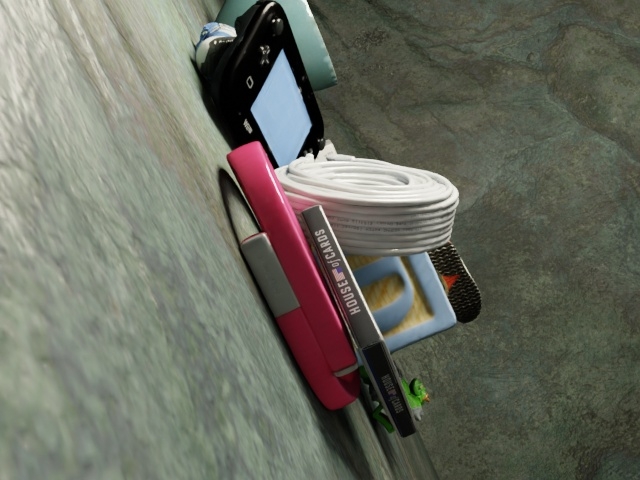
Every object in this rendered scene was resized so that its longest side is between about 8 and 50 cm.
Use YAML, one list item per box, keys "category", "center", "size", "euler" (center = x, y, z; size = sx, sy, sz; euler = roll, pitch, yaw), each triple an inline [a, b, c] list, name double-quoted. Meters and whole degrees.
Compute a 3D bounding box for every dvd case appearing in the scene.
- category: "dvd case"
  center: [0.045, 0.096, 0.731]
  size: [0.238, 0.030, 0.179]
  euler: [68, -2, -52]

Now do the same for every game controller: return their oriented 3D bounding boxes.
- category: "game controller"
  center: [-0.061, -0.172, 0.920]
  size: [0.319, 0.067, 0.166]
  euler: [63, 39, -62]

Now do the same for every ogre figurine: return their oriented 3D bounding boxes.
- category: "ogre figurine"
  center: [0.113, 0.247, 1.104]
  size: [0.118, 0.097, 0.197]
  euler: [55, -32, 6]

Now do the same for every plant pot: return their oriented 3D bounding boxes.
- category: "plant pot"
  center: [-0.111, -0.423, 1.398]
  size: [0.290, 0.196, 0.290]
  euler: [-25, 90, -87]

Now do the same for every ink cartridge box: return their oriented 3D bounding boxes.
- category: "ink cartridge box"
  center: [-0.022, -0.200, 1.743]
  size: [0.190, 0.140, 0.082]
  euler: [-99, 167, -76]

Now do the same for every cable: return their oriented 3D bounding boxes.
- category: "cable"
  center: [0.050, -0.048, 0.882]
  size: [0.257, 0.257, 0.089]
  euler: [-25, 123, -60]

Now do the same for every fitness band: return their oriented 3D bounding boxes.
- category: "fitness band"
  center: [-0.023, 0.036, 0.694]
  size: [0.209, 0.054, 0.290]
  euler: [-104, 170, -75]

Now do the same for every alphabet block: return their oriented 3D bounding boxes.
- category: "alphabet block"
  center: [0.091, 0.077, 1.091]
  size: [0.197, 0.193, 0.193]
  euler: [4, 64, -85]

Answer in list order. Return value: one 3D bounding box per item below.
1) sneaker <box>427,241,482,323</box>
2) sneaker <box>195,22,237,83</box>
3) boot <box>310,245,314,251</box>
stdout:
- category: "sneaker"
  center: [0.217, 0.057, 1.094]
  size: [0.161, 0.057, 0.075]
  euler: [62, 10, -17]
- category: "sneaker"
  center: [-0.140, -0.258, 0.924]
  size: [0.081, 0.080, 0.211]
  euler: [28, 15, 0]
- category: "boot"
  center: [0.000, 0.000, 1.390]
  size: [0.207, 0.090, 0.248]
  euler: [52, -5, 42]
